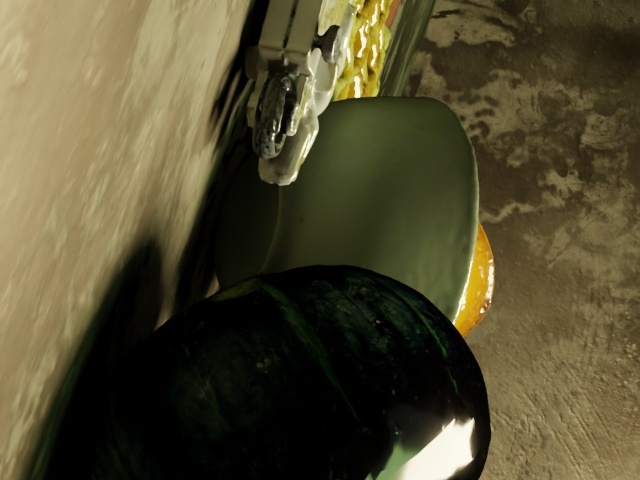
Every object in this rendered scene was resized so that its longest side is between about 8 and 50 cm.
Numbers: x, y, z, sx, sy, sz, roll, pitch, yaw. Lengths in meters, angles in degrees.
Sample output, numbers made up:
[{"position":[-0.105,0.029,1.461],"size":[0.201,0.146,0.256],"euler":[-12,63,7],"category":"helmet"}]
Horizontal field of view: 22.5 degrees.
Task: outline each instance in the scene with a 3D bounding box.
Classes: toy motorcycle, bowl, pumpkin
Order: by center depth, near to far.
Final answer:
[{"position":[-0.030,0.140,1.158],"size":[0.315,0.238,0.315],"euler":[-31,157,-15],"category":"pumpkin"},{"position":[-0.013,-0.156,1.259],"size":[0.151,0.074,0.228],"euler":[75,25,-74],"category":"toy motorcycle"},{"position":[0.000,0.000,1.368],"size":[0.289,0.146,0.289],"euler":[-41,-138,52],"category":"bowl"}]

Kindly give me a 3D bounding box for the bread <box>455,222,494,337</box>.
[{"position":[0.035,0.046,1.599],"size":[0.195,0.270,0.143],"euler":[71,20,-2],"category":"bread"}]

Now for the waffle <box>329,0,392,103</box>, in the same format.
[{"position":[0.026,-0.199,1.607],"size":[0.317,0.073,0.297],"euler":[76,28,-72],"category":"waffle"}]

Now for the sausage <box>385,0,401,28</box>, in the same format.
[{"position":[0.080,-0.299,2.035],"size":[0.176,0.040,0.047],"euler":[-66,166,-48],"category":"sausage"}]
